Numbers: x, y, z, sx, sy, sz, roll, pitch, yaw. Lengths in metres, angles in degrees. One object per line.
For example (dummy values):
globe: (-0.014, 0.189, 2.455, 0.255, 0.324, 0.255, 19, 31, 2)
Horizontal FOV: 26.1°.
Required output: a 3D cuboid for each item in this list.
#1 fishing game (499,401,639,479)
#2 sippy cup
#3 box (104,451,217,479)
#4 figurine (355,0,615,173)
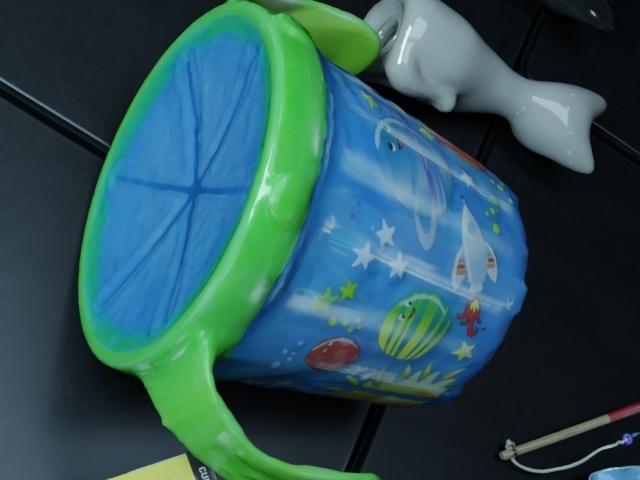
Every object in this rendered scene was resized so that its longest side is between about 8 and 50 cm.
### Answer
fishing game: (0.229, 0.250, 0.978, 0.189, 0.041, 0.264, -15, 78, -19)
sippy cup: (0.000, 0.000, 0.868, 0.224, 0.240, 0.305, 22, 88, -29)
box: (-0.172, 0.185, 0.790, 0.232, 0.087, 0.058, -16, 79, -28)
figurine: (0.143, -0.170, 1.065, 0.209, 0.092, 0.215, 22, 66, -23)
